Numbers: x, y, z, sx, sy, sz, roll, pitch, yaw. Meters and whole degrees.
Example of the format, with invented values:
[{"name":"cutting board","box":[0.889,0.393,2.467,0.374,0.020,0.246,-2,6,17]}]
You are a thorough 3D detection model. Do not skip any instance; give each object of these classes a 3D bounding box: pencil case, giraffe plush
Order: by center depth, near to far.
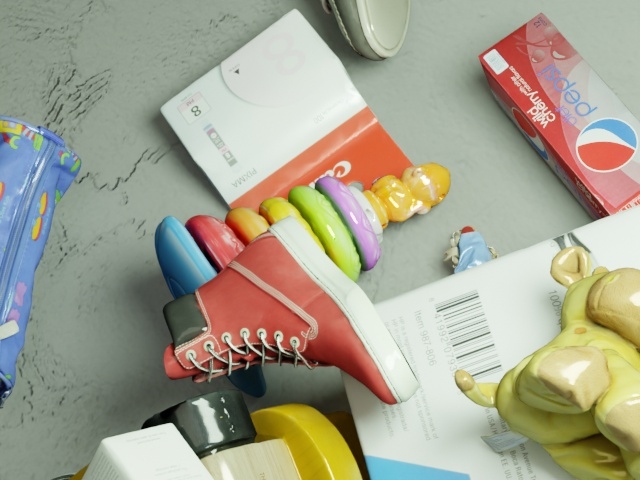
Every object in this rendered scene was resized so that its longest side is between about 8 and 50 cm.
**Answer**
[{"name":"giraffe plush","box":[0.232,0.095,1.357,0.210,0.181,0.170,-4,46,56]},{"name":"pencil case","box":[-0.347,0.017,1.794,0.133,0.119,0.306,-12,56,47]}]

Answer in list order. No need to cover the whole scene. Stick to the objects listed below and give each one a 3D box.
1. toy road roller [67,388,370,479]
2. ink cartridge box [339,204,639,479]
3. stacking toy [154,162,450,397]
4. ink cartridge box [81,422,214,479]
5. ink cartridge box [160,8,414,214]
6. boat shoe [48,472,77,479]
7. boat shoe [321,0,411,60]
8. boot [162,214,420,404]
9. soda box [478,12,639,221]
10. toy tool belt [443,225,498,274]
[{"name":"toy road roller","box":[-0.080,0.270,1.547,0.329,0.240,0.203,-37,69,40]},{"name":"ink cartridge box","box":[0.241,0.154,1.495,0.394,0.166,0.286,-21,60,9]},{"name":"stacking toy","box":[0.000,0.000,1.683,0.301,0.175,0.166,-30,60,-11]},{"name":"ink cartridge box","box":[-0.111,0.277,1.352,0.231,0.078,0.134,49,127,29]},{"name":"ink cartridge box","box":[-0.037,-0.111,1.795,0.189,0.066,0.232,-36,55,-1]},{"name":"boat shoe","box":[-0.298,0.274,1.694,0.142,0.040,0.049,-29,58,3]},{"name":"boat shoe","box":[0.028,-0.318,1.856,0.095,0.112,0.335,-23,51,27]},{"name":"boot","box":[-0.036,0.098,1.465,0.176,0.088,0.244,-35,43,-10]},{"name":"soda box","box":[0.264,-0.098,1.659,0.083,0.092,0.263,-34,58,-1]},{"name":"toy tool belt","box":[0.148,0.014,1.666,0.052,0.051,0.083,-13,60,12]}]
